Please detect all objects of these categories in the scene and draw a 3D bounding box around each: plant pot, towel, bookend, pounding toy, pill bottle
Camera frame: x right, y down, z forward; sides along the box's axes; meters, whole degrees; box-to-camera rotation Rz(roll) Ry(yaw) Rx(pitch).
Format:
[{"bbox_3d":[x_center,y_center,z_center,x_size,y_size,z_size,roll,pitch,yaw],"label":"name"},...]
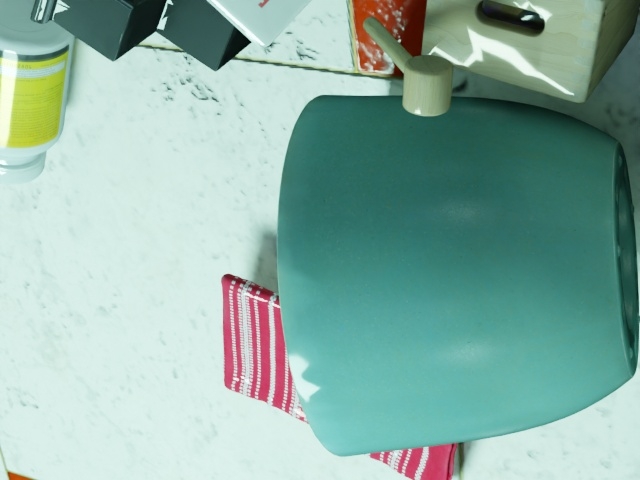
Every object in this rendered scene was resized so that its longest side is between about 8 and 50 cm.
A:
[{"bbox_3d":[0.124,0.020,1.023,0.235,0.293,0.293,-4,119,19],"label":"plant pot"},{"bbox_3d":[0.018,0.148,1.307,0.274,0.031,0.199,26,146,14],"label":"towel"},{"bbox_3d":[-0.131,-0.202,1.100,0.156,0.157,0.072,35,133,7],"label":"bookend"},{"bbox_3d":[0.118,-0.171,0.933,0.181,0.206,0.094,19,129,20],"label":"pounding toy"},{"bbox_3d":[-0.300,-0.147,1.279,0.103,0.103,0.184,28,131,12],"label":"pill bottle"}]

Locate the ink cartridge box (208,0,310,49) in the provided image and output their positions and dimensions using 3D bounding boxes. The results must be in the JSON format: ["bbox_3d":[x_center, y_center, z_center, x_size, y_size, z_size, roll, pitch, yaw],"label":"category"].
[{"bbox_3d":[-0.073,-0.308,0.878,0.270,0.197,0.198,41,104,-21],"label":"ink cartridge box"}]
